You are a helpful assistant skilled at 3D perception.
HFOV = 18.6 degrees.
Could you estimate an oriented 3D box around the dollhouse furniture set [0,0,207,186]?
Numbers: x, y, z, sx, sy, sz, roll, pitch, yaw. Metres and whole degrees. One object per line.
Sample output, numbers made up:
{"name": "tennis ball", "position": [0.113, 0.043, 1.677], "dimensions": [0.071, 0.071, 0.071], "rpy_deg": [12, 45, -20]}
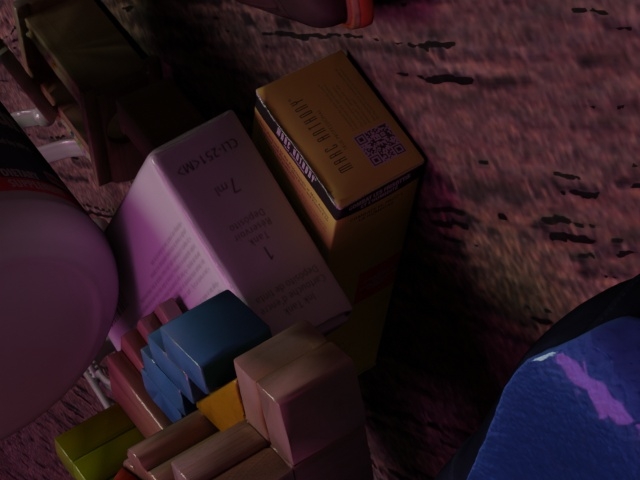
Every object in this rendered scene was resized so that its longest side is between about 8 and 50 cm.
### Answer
{"name": "dollhouse furniture set", "position": [-0.184, -0.066, 1.324], "dimensions": [0.182, 0.161, 0.101], "rpy_deg": [50, 157, 36]}

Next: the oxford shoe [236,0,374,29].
{"name": "oxford shoe", "position": [-0.064, -0.155, 0.996], "dimensions": [0.271, 0.098, 0.097], "rpy_deg": [36, 147, 53]}

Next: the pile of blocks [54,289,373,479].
{"name": "pile of blocks", "position": [-0.085, 0.113, 1.023], "dimensions": [0.149, 0.113, 0.362], "rpy_deg": [58, 159, 8]}

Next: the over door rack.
{"name": "over door rack", "position": [-0.160, 0.055, 1.433], "dimensions": [0.324, 0.108, 0.239], "rpy_deg": [-111, -2, -64]}

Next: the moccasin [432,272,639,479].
{"name": "moccasin", "position": [0.125, 0.118, 0.845], "dimensions": [0.137, 0.117, 0.342], "rpy_deg": [47, 153, 10]}

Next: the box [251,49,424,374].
{"name": "box", "position": [0.000, 0.000, 1.091], "dimensions": [0.087, 0.058, 0.232], "rpy_deg": [54, 158, 24]}

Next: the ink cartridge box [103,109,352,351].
{"name": "ink cartridge box", "position": [-0.040, 0.078, 1.115], "dimensions": [0.239, 0.060, 0.275], "rpy_deg": [58, 159, 5]}

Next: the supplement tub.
{"name": "supplement tub", "position": [-0.260, -0.019, 1.159], "dimensions": [0.272, 0.191, 0.191], "rpy_deg": [49, 156, 33]}
